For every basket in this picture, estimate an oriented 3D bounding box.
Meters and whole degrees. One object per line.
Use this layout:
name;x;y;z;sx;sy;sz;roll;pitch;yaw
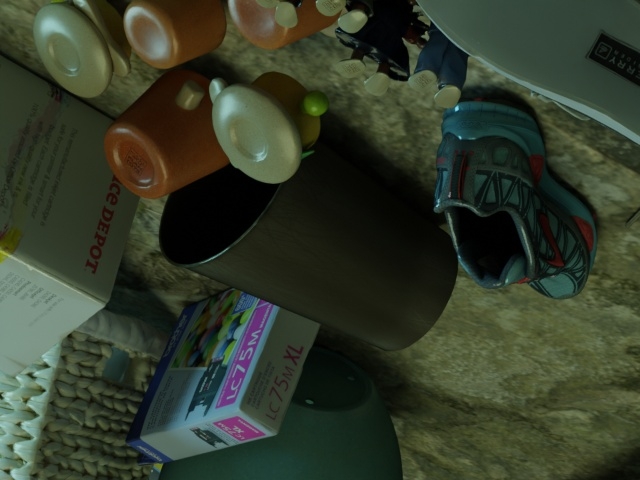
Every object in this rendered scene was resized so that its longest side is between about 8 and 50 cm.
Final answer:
basket;0.000;0.000;1.455;0.227;0.154;0.204;29;153;-29
basket;-0.383;0.191;1.861;0.331;0.266;0.328;10;171;20

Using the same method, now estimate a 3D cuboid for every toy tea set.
toy tea set;-0.075;-0.146;1.295;0.336;0.124;0.200;-5;116;45

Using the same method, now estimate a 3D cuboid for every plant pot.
plant pot;-0.029;0.235;1.841;0.290;0.290;0.195;17;118;3

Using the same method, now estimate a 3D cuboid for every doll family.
doll family;0.045;-0.172;1.127;0.193;0.111;0.076;40;136;-23

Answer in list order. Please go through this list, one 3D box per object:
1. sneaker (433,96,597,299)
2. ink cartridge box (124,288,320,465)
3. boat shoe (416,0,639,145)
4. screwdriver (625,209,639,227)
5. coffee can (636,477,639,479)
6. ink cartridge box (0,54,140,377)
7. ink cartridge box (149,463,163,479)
sneaker;0.154;-0.005;1.362;0.104;0.125;0.262;1;149;32
ink cartridge box;-0.114;0.142;1.759;0.065;0.186;0.311;33;151;-20
boat shoe;0.183;-0.141;1.098;0.306;0.113;0.105;28;-178;2
screwdriver;0.282;-0.043;1.334;0.025;0.024;0.170;49;160;4
coffee can;0.400;0.379;1.876;0.201;0.201;0.275;21;154;-5
ink cartridge box;-0.331;-0.039;1.493;0.270;0.198;0.197;30;139;-22
ink cartridge box;-0.150;0.342;2.318;0.303;0.072;0.307;-2;146;36
